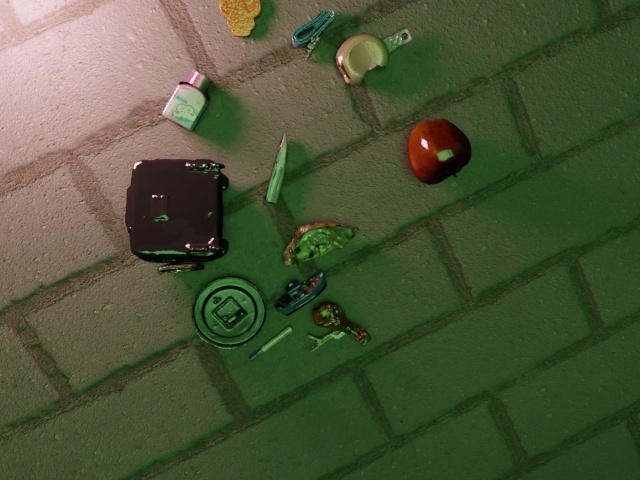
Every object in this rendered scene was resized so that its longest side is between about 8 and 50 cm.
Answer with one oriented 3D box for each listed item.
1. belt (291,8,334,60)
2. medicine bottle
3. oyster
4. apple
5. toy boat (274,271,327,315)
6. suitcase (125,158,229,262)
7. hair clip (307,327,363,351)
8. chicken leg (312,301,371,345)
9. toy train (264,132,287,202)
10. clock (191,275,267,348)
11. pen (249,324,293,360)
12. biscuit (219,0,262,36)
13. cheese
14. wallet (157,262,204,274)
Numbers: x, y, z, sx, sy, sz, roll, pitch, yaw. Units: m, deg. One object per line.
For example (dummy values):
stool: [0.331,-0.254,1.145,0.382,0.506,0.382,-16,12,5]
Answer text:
belt: [-0.013,-0.725,1.868,0.179,0.065,0.100,-42,94,1]
medicine bottle: [-0.445,-0.478,1.828,0.119,0.094,0.187,29,95,-15]
oyster: [-0.001,0.003,2.002,0.295,0.094,0.166,-10,120,-17]
apple: [0.428,-0.322,1.940,0.234,0.234,0.233,-2,101,-9]
toy boat: [-0.077,0.189,2.009,0.223,0.100,0.097,-35,118,-3]
suitcase: [-0.483,-0.098,1.815,0.340,0.188,0.344,0,83,-7]
hair clip: [0.057,0.364,2.095,0.226,0.034,0.072,-19,100,-6]
chicken leg: [0.082,0.320,2.052,0.252,0.087,0.107,34,92,-6]
toy train: [-0.146,-0.261,1.936,0.048,0.055,0.251,15,98,-11]
clock: [-0.340,0.266,2.004,0.281,0.055,0.280,-2,101,-8]
pen: [-0.190,0.397,2.068,0.204,0.025,0.025,-37,104,0]
biscuit: [-0.272,-0.815,1.824,0.144,0.040,0.236,-2,102,-2]
cheese: [0.195,-0.666,1.901,0.287,0.082,0.163,-27,104,-4]
wallet: [-0.472,0.093,1.850,0.137,0.255,0.031,-2,90,-8]
